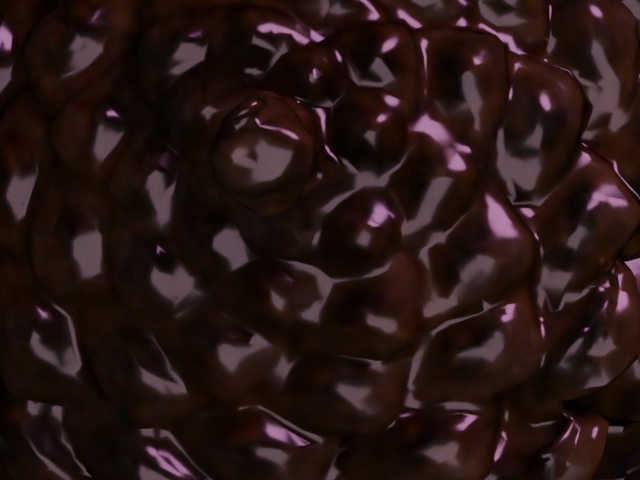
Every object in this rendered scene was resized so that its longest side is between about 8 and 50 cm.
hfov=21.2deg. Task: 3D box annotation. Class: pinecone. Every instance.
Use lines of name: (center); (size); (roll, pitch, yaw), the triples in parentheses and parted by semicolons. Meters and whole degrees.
pinecone: (-0.012, -0.004, 0.496); (0.243, 0.257, 0.244); (6, 75, -21)

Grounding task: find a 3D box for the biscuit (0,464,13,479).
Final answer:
biscuit: (-0.110, 0.181, 0.596); (0.063, 0.314, 0.367); (0, 74, 19)
